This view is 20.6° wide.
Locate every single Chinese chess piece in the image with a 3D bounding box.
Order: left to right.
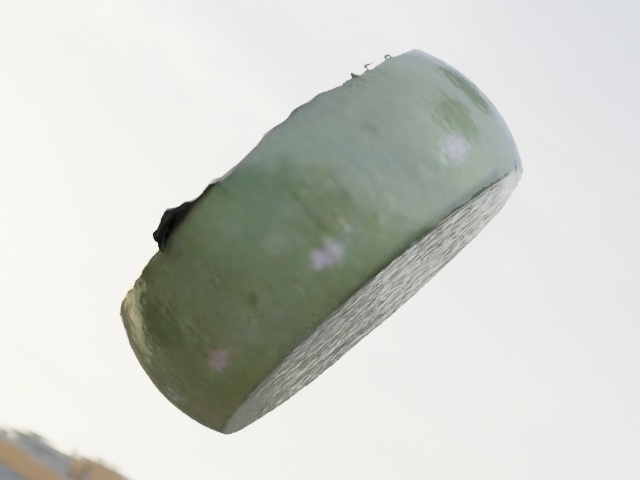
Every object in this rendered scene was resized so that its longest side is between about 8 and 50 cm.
[{"bbox_3d":[0.000,0.000,0.579,0.058,0.144,0.144,49,-21,8],"label":"Chinese chess piece"}]
